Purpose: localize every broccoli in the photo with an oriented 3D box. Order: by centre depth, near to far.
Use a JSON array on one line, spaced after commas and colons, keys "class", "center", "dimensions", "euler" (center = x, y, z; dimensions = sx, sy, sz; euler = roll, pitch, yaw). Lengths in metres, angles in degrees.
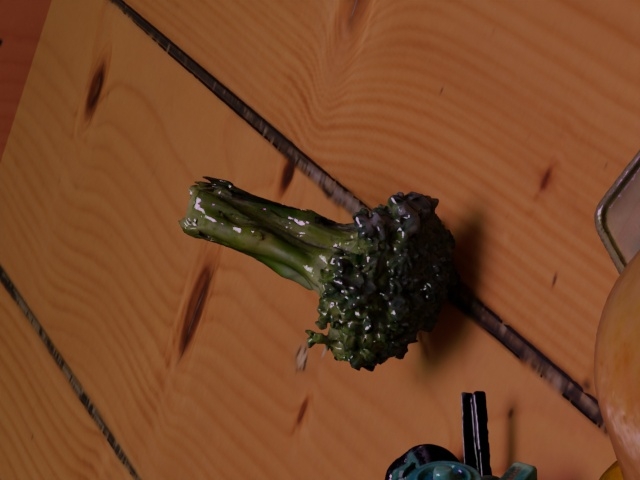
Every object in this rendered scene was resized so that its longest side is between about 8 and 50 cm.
[{"class": "broccoli", "center": [0.015, -0.006, 1.837], "dimensions": [0.275, 0.198, 0.177], "euler": [34, 135, 25]}]

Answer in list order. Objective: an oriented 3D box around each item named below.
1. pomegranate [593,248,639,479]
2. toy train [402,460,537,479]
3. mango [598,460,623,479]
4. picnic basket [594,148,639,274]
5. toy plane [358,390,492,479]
[{"class": "pomegranate", "center": [0.367, 0.098, 1.047], "dimensions": [0.411, 0.411, 0.411], "euler": [-28, 56, 53]}, {"class": "toy train", "center": [0.116, 0.292, 1.511], "dimensions": [0.194, 0.298, 0.120], "euler": [10, 121, 32]}, {"class": "mango", "center": [0.278, 0.211, 1.451], "dimensions": [0.165, 0.089, 0.115], "euler": [12, 99, 63]}, {"class": "picnic basket", "center": [0.337, 0.019, 1.359], "dimensions": [0.165, 0.139, 0.267], "euler": [-57, 36, 32]}, {"class": "toy plane", "center": [0.104, 0.337, 1.694], "dimensions": [0.155, 0.106, 0.382], "euler": [-15, 62, 44]}]
